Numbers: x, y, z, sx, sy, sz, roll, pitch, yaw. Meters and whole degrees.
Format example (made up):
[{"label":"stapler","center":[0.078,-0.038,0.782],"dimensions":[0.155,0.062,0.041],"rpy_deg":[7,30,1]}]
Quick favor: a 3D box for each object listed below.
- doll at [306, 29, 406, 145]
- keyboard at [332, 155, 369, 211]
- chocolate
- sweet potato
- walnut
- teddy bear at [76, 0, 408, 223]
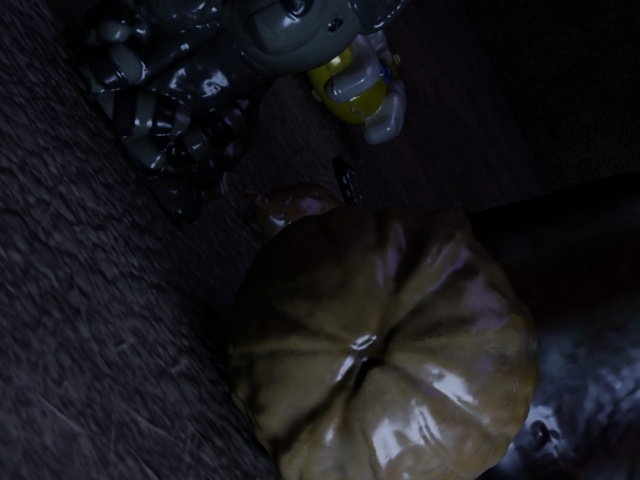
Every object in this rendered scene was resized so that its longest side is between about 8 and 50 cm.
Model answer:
[{"label":"doll","center":[0.022,-0.232,1.770],"dimensions":[0.237,0.111,0.252],"rpy_deg":[49,26,-39]},{"label":"keyboard","center":[0.056,0.050,1.366],"dimensions":[0.087,0.017,0.250],"rpy_deg":[-128,-162,-78]},{"label":"chocolate","center":[0.281,0.097,1.584],"dimensions":[0.384,0.331,0.384],"rpy_deg":[55,16,-24]},{"label":"sweet potato","center":[0.005,0.000,1.305],"dimensions":[0.068,0.068,0.226],"rpy_deg":[66,11,23]},{"label":"walnut","center":[0.038,0.069,1.008],"dimensions":[0.213,0.213,0.213],"rpy_deg":[56,13,-21]},{"label":"teddy bear","center":[-0.056,-0.156,1.058],"dimensions":[0.171,0.251,0.144],"rpy_deg":[45,13,-5]}]
